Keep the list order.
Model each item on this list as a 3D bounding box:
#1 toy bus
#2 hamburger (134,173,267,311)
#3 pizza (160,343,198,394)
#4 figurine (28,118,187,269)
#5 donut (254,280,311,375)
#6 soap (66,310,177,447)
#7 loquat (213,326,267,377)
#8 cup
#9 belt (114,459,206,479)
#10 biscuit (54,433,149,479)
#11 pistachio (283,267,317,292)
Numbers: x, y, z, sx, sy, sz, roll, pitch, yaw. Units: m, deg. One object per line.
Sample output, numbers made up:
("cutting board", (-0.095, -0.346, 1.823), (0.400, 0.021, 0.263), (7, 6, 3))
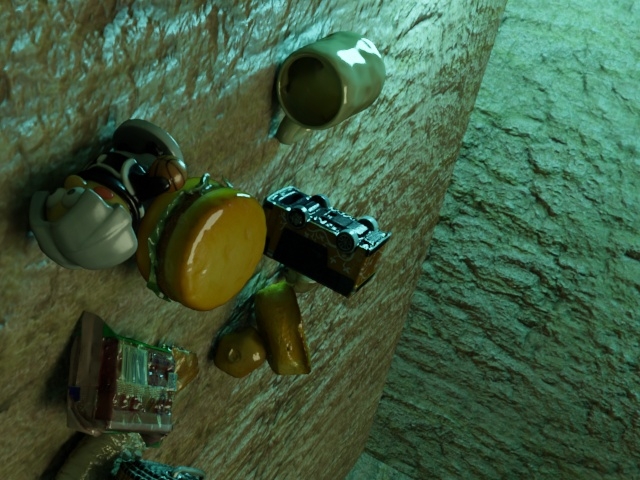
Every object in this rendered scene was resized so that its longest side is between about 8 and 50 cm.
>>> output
("toy bus", (0.000, 0.000, 1.884), (0.138, 0.275, 0.167), (-36, 149, -57))
("hamburger", (-0.220, -0.005, 1.426), (0.246, 0.170, 0.246), (-36, 139, -39))
("pizza", (-0.318, 0.270, 1.692), (0.182, 0.062, 0.161), (-37, 154, -47))
("figurine", (-0.292, -0.058, 1.159), (0.236, 0.176, 0.133), (-56, 132, -39))
("donut", (-0.086, 0.215, 2.003), (0.118, 0.253, 0.253), (-13, 139, -16))
("soap", (-0.345, 0.255, 1.458), (0.273, 0.098, 0.217), (49, 44, -71))
("loquat", (-0.190, 0.263, 1.960), (0.137, 0.113, 0.137), (-43, -176, 4))
("cup", (0.020, -0.298, 1.715), (0.202, 0.173, 0.255), (-39, 148, -52))
("belt", (-0.293, 0.499, 1.554), (0.160, 0.207, 0.295), (-64, 149, -9))
("biscuit", (-0.430, 0.437, 1.542), (0.281, 0.084, 0.179), (-55, 156, -44))
("pistachio", (-0.040, 0.079, 2.138), (0.149, 0.113, 0.113), (-39, 149, -63))
